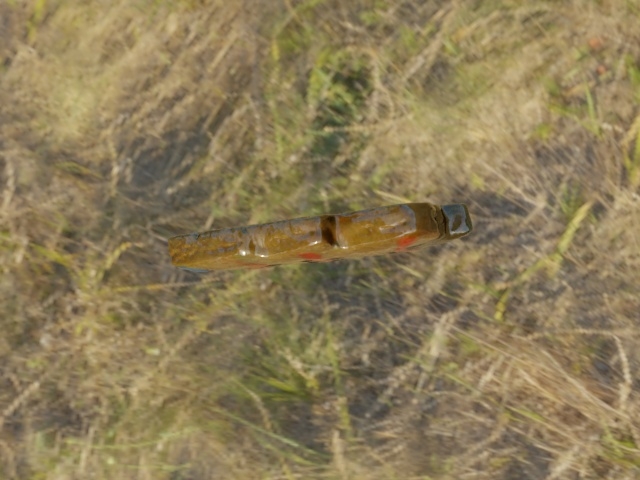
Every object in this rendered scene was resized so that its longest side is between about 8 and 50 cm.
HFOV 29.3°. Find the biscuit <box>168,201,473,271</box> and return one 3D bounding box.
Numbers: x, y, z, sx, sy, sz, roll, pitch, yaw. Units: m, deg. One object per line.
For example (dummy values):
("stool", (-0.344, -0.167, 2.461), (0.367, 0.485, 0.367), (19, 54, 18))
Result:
("biscuit", (0.000, 0.000, 0.525), (0.130, 0.119, 0.019), (-6, 88, 2))
